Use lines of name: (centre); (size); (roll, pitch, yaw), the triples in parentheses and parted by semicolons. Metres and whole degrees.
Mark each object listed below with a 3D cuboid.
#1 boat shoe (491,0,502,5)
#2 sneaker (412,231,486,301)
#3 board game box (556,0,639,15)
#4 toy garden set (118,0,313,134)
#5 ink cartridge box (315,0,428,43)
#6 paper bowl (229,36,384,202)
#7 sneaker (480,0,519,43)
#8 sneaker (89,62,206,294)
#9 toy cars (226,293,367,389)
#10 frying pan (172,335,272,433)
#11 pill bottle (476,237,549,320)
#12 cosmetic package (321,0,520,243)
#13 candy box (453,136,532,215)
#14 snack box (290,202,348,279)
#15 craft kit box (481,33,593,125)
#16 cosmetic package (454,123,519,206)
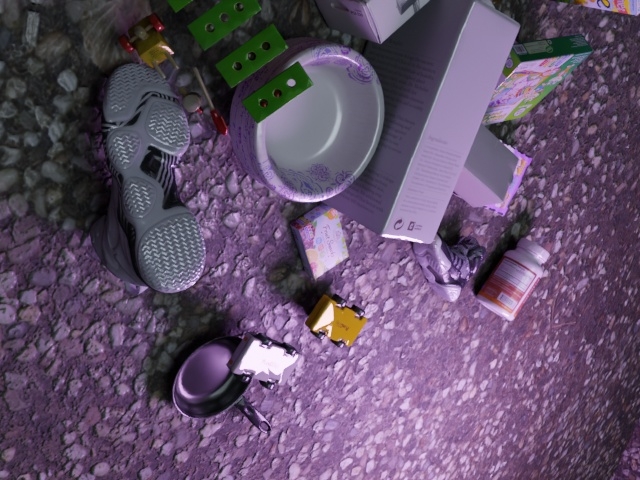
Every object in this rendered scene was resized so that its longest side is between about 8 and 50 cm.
boat shoe: (0.384, -0.579, 1.477); (0.056, 0.048, 0.153); (14, 97, -31)
sneaker: (0.326, 0.028, 1.720); (0.153, 0.101, 0.268); (-44, 139, -13)
board game box: (0.592, -0.597, 1.470); (0.144, 0.275, 0.142); (-38, 132, -18)
toy garden set: (-0.164, -0.285, 1.056); (0.204, 0.049, 0.244); (-33, 108, 9)
ink cartridge box: (0.117, -0.464, 1.230); (0.218, 0.158, 0.092); (-42, 134, -13)
paper bowl: (-0.034, -0.223, 1.244); (0.284, 0.148, 0.284); (-19, 124, -30)
sneaker: (0.351, -0.396, 1.504); (0.226, 0.086, 0.163); (39, 78, -37)
sneaker: (-0.302, -0.085, 1.113); (0.137, 0.210, 0.365); (-9, 84, -37)
toy cars: (-0.054, 0.203, 1.483); (0.394, 0.087, 0.176); (-23, 132, -38)
frying pan: (-0.183, 0.301, 1.475); (0.326, 0.053, 0.197); (27, 94, -46)
pill bottle: (0.541, 0.106, 1.920); (0.121, 0.121, 0.216); (35, 88, -45)
cosmetic package: (0.177, -0.247, 1.352); (0.162, 0.230, 0.453); (8, 109, -43)
candy box: (0.416, -0.166, 1.704); (0.196, 0.070, 0.164); (16, 102, -44)
snack box: (0.000, 0.000, 1.471); (0.100, 0.037, 0.141); (-35, 131, -22)
craft kit box: (0.439, -0.350, 1.539); (0.250, 0.061, 0.246); (-17, 164, -32)
cosmetic package: (0.315, -0.189, 1.514); (0.238, 0.107, 0.127); (39, 66, -27)
